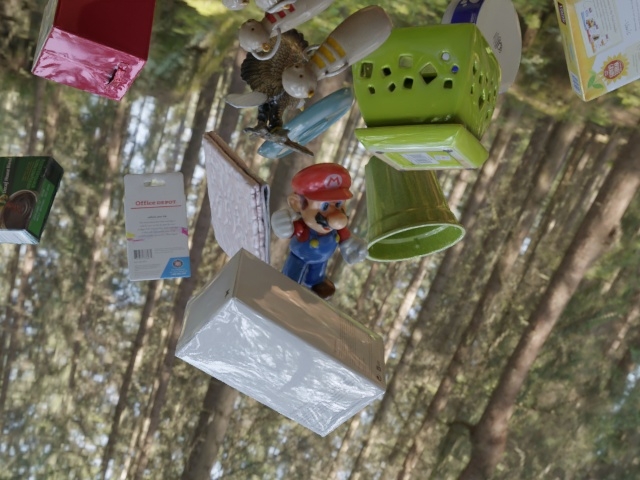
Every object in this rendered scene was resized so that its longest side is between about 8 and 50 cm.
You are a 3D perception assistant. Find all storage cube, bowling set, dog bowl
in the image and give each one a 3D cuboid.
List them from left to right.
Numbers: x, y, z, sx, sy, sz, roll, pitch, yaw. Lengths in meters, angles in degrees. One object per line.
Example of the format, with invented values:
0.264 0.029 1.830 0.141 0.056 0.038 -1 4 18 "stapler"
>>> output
-0.475 -0.439 1.542 0.193 0.183 0.215 14 -117 -29 "storage cube"
-0.061 -0.330 0.894 0.287 0.154 0.200 48 172 40 "bowling set"
0.424 -0.515 1.929 0.104 0.265 0.264 7 -168 41 "dog bowl"

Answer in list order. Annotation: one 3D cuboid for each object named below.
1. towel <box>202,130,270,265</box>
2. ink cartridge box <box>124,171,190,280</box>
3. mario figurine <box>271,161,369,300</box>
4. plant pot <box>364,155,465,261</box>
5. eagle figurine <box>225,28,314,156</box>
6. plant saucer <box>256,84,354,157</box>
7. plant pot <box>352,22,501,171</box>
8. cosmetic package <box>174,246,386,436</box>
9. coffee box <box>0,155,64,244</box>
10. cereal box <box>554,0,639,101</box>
-0.214 -0.076 1.894 0.053 0.332 0.317 -19 -141 -25 "towel"
-0.285 -0.024 1.275 0.104 0.181 0.061 -3 -179 -14 "ink cartridge box"
0.000 0.000 1.426 0.170 0.321 0.198 19 -145 13 "mario figurine"
0.228 -0.108 1.989 0.276 0.276 0.254 2 -112 -34 "plant pot"
-0.071 -0.360 1.650 0.226 0.298 0.225 21 180 -8 "eagle figurine"
-0.031 -0.310 1.990 0.044 0.317 0.317 56 -151 -1 "plant saucer"
0.189 -0.242 1.317 0.227 0.207 0.228 2 173 26 "plant pot"
-0.069 0.203 1.414 0.365 0.197 0.155 36 -149 -22 "cosmetic package"
-0.432 -0.053 0.940 0.184 0.040 0.113 2 -117 15 "coffee box"
0.459 -0.321 1.029 0.240 0.173 0.047 -24 -143 4 "cereal box"
